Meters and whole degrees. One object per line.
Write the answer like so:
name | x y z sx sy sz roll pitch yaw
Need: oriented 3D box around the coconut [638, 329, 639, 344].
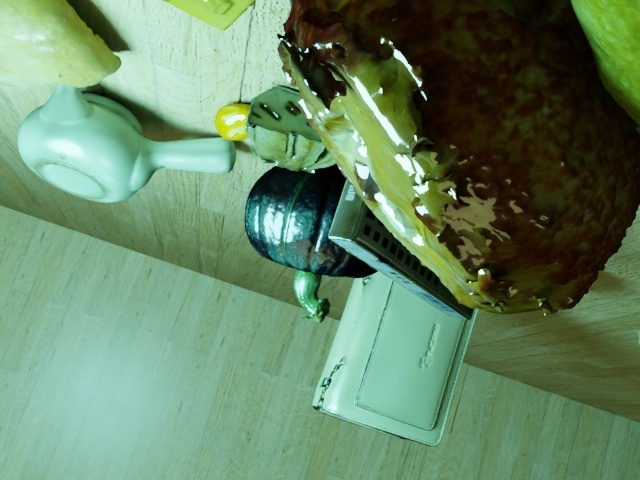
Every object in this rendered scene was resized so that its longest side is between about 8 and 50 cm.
coconut | 0.630 0.179 1.518 0.083 0.082 0.081 -22 139 -6

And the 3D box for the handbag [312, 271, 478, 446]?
handbag | 0.146 0.188 1.580 0.236 0.358 0.160 23 168 -18

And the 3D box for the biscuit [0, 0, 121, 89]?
biscuit | -0.495 -0.302 0.988 0.429 0.104 0.446 15 168 14

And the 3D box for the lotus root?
lotus root | -0.030 -0.145 1.091 0.143 0.070 0.144 14 164 -8

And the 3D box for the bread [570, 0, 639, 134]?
bread | 0.209 -0.182 0.352 0.251 0.208 0.376 5 159 30

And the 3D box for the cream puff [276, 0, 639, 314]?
cream puff | 0.120 -0.106 0.642 0.350 0.228 0.350 52 177 4

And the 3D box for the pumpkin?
pumpkin | 0.000 0.000 1.245 0.248 0.248 0.248 17 167 4

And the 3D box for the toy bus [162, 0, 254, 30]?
toy bus | -0.181 -0.284 0.596 0.335 0.123 0.121 23 166 -22

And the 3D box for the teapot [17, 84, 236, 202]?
teapot | -0.318 -0.138 1.326 0.318 0.149 0.220 24 159 -20

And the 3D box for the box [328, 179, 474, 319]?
box | 0.140 -0.025 1.102 0.047 0.180 0.325 9 164 39

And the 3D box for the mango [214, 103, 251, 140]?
mango | -0.114 -0.168 1.154 0.060 0.046 0.089 25 161 -25
